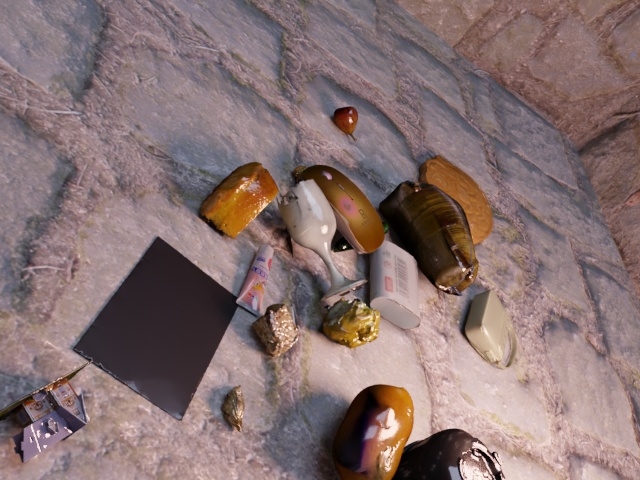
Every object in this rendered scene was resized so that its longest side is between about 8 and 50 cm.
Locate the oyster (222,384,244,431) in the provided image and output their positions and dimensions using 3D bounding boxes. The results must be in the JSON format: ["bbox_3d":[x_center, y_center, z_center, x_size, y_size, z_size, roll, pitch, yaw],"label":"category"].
[{"bbox_3d":[-0.176,0.345,1.391,0.083,0.038,0.081,-66,140,-81],"label":"oyster"}]

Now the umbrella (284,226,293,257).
[{"bbox_3d":[-0.086,-0.006,1.816,0.022,0.013,0.122,43,28,-48],"label":"umbrella"}]

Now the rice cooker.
[{"bbox_3d":[0.281,0.556,1.502,0.267,0.224,0.267,30,39,-28],"label":"rice cooker"}]

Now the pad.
[{"bbox_3d":[-0.320,0.169,1.410,0.247,0.007,0.367,39,36,-13],"label":"pad"}]

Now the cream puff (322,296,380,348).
[{"bbox_3d":[0.086,0.211,1.694,0.156,0.156,0.121,33,74,-22],"label":"cream puff"}]

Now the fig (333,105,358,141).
[{"bbox_3d":[0.094,-0.400,2.334,0.089,0.089,0.125,-23,102,-53],"label":"fig"}]

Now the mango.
[{"bbox_3d":[0.119,0.425,1.488,0.152,0.201,0.287,30,23,7],"label":"mango"}]

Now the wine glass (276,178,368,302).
[{"bbox_3d":[0.000,0.000,1.762,0.143,0.143,0.321,-13,75,-51],"label":"wine glass"}]

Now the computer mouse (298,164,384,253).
[{"bbox_3d":[0.069,-0.100,1.938,0.310,0.072,0.158,51,39,7],"label":"computer mouse"}]

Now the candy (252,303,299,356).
[{"bbox_3d":[-0.103,0.204,1.544,0.095,0.085,0.110,-27,83,-44],"label":"candy"}]

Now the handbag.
[{"bbox_3d":[0.563,0.301,2.178,0.219,0.079,0.256,54,34,-12],"label":"handbag"}]

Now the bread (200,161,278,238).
[{"bbox_3d":[-0.186,-0.124,1.714,0.129,0.134,0.260,44,36,-8],"label":"bread"}]

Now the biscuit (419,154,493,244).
[{"bbox_3d":[0.527,-0.165,2.577,0.365,0.062,0.385,35,37,-17],"label":"biscuit"}]

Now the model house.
[{"bbox_3d":[-0.434,0.282,1.092,0.088,0.117,0.167,56,33,4],"label":"model house"}]

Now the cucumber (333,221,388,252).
[{"bbox_3d":[0.129,-0.009,2.013,0.284,0.056,0.056,-23,75,-52],"label":"cucumber"}]

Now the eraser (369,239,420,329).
[{"bbox_3d":[0.216,0.126,1.958,0.174,0.081,0.227,35,37,-27],"label":"eraser"}]

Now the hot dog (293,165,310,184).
[{"bbox_3d":[-0.010,-0.186,2.036,0.165,0.045,0.071,4,52,-43],"label":"hot dog"}]

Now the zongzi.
[{"bbox_3d":[0.438,0.011,2.191,0.432,0.208,0.403,14,39,-46],"label":"zongzi"}]

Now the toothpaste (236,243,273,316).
[{"bbox_3d":[-0.154,0.091,1.633,0.067,0.043,0.194,36,43,-23],"label":"toothpaste"}]
